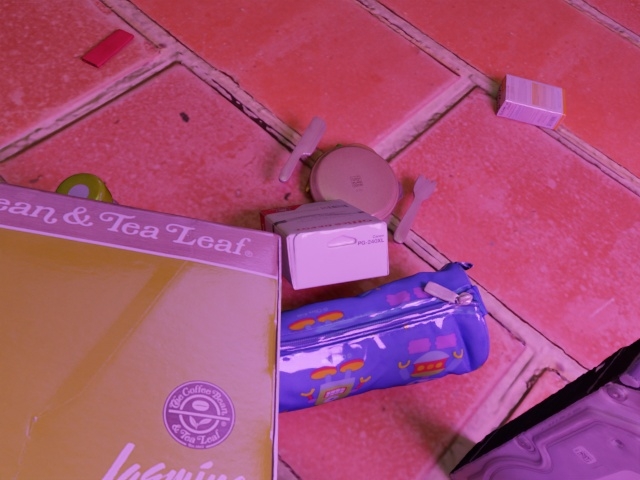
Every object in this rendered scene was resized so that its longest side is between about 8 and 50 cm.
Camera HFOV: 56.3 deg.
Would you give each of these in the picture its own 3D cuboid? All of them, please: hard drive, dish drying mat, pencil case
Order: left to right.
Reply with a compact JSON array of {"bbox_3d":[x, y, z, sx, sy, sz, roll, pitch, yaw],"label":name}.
[{"bbox_3d":[-0.316,-0.287,0.891,0.032,0.008,0.083,28,59,9],"label":"dish drying mat"},{"bbox_3d":[0.035,0.106,0.635,0.306,0.133,0.119,-10,61,-15],"label":"pencil case"},{"bbox_3d":[0.254,0.229,0.472,0.064,0.339,0.237,-36,71,-27],"label":"hard drive"}]

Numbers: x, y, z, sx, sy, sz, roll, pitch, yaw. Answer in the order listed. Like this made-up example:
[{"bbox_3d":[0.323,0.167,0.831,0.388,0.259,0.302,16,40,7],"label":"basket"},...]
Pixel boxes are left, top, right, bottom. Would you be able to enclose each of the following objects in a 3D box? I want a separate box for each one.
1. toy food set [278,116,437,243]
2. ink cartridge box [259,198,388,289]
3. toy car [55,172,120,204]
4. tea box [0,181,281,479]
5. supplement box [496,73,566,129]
[{"bbox_3d":[0.047,-0.074,0.810,0.192,0.038,0.132,29,65,3],"label":"toy food set"},{"bbox_3d":[0.000,0.000,0.684,0.109,0.063,0.150,-8,16,-15],"label":"ink cartridge box"},{"bbox_3d":[-0.277,0.046,0.618,0.189,0.155,0.148,-22,64,-8],"label":"toy car"},{"bbox_3d":[-0.207,0.147,0.339,0.329,0.220,0.323,11,48,-13],"label":"tea box"},{"bbox_3d":[0.331,-0.218,0.941,0.099,0.036,0.062,14,57,-1],"label":"supplement box"}]
